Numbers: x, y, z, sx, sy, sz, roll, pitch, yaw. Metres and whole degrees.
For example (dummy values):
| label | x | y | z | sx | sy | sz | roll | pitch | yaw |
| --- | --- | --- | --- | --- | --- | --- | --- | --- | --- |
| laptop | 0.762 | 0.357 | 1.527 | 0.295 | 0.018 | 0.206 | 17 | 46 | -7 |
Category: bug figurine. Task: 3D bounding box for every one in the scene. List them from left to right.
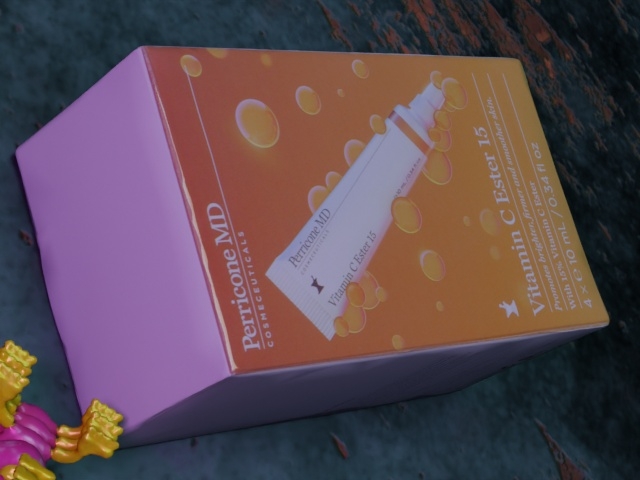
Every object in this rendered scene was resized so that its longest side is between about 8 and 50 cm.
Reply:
| label | x | y | z | sx | sy | sz | roll | pitch | yaw |
| --- | --- | --- | --- | --- | --- | --- | --- | --- | --- |
| bug figurine | -0.217 | 0.100 | 0.865 | 0.279 | 0.072 | 0.216 | 37 | 15 | -9 |

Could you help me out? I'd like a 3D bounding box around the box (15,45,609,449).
| label | x | y | z | sx | sy | sz | roll | pitch | yaw |
| --- | --- | --- | --- | --- | --- | --- | --- | --- | --- |
| box | 0.000 | 0.000 | 1.091 | 0.345 | 0.168 | 0.215 | -5 | 72 | -41 |
